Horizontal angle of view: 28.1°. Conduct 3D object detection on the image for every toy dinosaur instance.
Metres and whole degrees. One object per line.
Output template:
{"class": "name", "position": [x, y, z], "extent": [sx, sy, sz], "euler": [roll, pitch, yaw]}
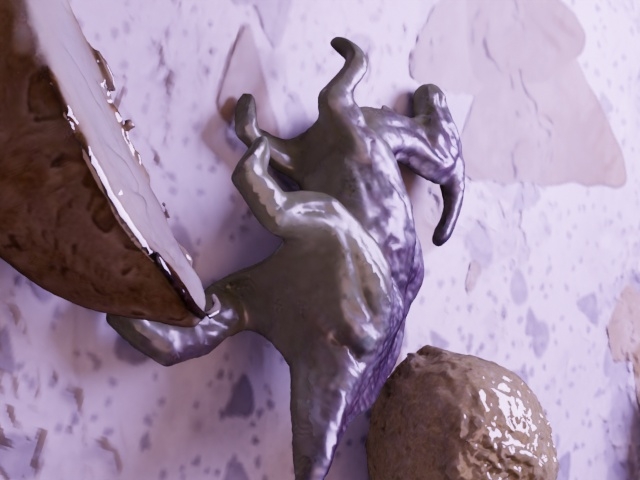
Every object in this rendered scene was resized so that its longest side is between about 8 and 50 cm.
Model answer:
{"class": "toy dinosaur", "position": [0.005, -0.003, 0.715], "extent": [0.162, 0.077, 0.294], "euler": [43, 61, -23]}

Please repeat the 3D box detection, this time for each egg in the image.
{"class": "egg", "position": [0.081, 0.130, 0.751], "extent": [0.118, 0.116, 0.140], "euler": [-56, 137, -54]}

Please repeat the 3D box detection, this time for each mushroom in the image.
{"class": "mushroom", "position": [-0.129, -0.039, 0.594], "extent": [0.209, 0.094, 0.072], "euler": [67, 21, -13]}
